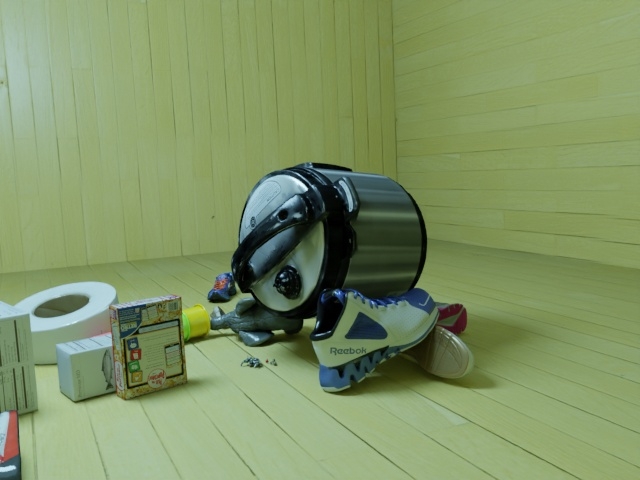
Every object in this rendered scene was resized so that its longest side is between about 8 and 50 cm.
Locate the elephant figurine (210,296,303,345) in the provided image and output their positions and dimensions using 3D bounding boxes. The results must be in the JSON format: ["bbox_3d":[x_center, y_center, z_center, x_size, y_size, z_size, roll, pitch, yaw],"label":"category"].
[{"bbox_3d":[-0.171,0.210,1.715,0.240,0.186,0.169,-15,54,-17],"label":"elephant figurine"}]

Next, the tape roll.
[{"bbox_3d":[-0.671,0.212,1.689,0.286,0.100,0.286,-6,20,2],"label":"tape roll"}]

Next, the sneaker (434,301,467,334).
[{"bbox_3d":[0.254,0.212,1.678,0.253,0.102,0.111,1,0,-24],"label":"sneaker"}]

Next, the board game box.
[{"bbox_3d":[-0.362,0.222,1.353,0.147,0.193,0.045,-7,8,-40],"label":"board game box"}]

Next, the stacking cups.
[{"bbox_3d":[-0.448,0.238,1.673,0.316,0.095,0.096,-8,9,-41],"label":"stacking cups"}]

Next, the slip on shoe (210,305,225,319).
[{"bbox_3d":[-0.305,0.234,1.908,0.041,0.051,0.135,-43,22,-4],"label":"slip on shoe"}]

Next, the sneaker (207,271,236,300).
[{"bbox_3d":[-0.359,0.166,2.304,0.083,0.087,0.221,-3,6,3],"label":"sneaker"}]

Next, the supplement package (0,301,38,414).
[{"bbox_3d":[-0.703,0.237,1.303,0.145,0.203,0.262,-9,10,-43],"label":"supplement package"}]

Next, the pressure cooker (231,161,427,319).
[{"bbox_3d":[0.003,0.004,1.535,0.421,0.369,0.376,-1,16,-41],"label":"pressure cooker"}]

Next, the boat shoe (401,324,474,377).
[{"bbox_3d":[0.253,0.239,1.414,0.096,0.098,0.277,24,-3,-29],"label":"boat shoe"}]

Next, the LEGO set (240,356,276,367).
[{"bbox_3d":[-0.145,0.281,1.498,0.083,0.023,0.054,-6,7,-24],"label":"LEGO set"}]

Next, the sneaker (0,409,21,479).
[{"bbox_3d":[-0.523,0.328,0.946,0.145,0.090,0.270,-3,9,-26],"label":"sneaker"}]

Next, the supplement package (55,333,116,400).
[{"bbox_3d":[-0.465,0.267,1.388,0.179,0.105,0.105,-8,9,-38],"label":"supplement package"}]

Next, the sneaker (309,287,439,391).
[{"bbox_3d":[0.100,0.159,1.345,0.316,0.182,0.127,-31,16,-27],"label":"sneaker"}]
